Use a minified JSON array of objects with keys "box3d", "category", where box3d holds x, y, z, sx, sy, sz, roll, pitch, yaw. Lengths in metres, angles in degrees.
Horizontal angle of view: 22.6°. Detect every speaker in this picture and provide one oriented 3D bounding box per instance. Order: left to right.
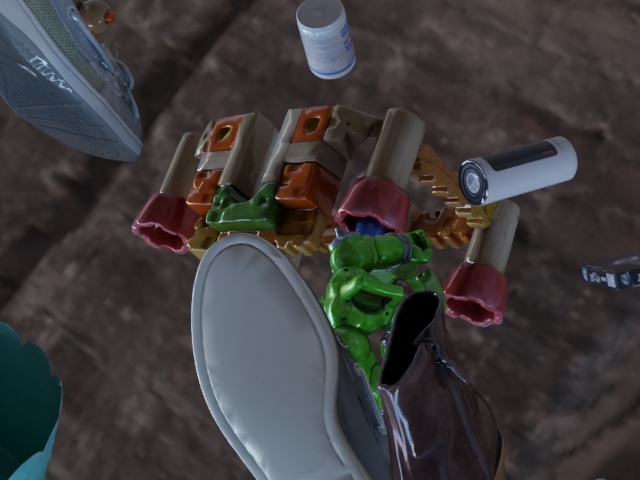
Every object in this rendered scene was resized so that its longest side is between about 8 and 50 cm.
[{"box3d":[0.226,-0.080,1.830,0.055,0.136,0.055,32,129,49],"category":"speaker"}]

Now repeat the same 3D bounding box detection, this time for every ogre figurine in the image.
[{"box3d":[0.054,0.065,1.434,0.118,0.197,0.097,25,162,-33],"category":"ogre figurine"}]

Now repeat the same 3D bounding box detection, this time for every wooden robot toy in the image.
[{"box3d":[-0.242,-0.212,1.627,0.079,0.076,0.173,0,152,24],"category":"wooden robot toy"}]

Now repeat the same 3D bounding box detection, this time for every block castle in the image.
[{"box3d":[0.000,0.000,2.070,0.453,0.213,0.303,-2,150,43],"category":"block castle"}]

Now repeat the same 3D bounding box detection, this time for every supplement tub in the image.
[{"box3d":[0.009,-0.288,2.278,0.071,0.071,0.107,33,156,30],"category":"supplement tub"}]

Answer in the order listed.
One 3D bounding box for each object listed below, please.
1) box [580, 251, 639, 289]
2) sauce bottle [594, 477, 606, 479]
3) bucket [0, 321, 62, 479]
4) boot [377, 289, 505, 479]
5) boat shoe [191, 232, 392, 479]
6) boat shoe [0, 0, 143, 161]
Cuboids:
[{"box3d":[0.307,0.030,1.599,0.083,0.067,0.018,-163,60,-75],"category":"box"},{"box3d":[0.268,0.251,1.347,0.128,0.042,0.042,48,170,-14],"category":"sauce bottle"},{"box3d":[-0.425,0.232,1.786,0.281,0.281,0.183,34,133,22],"category":"bucket"},{"box3d":[0.067,0.182,1.119,0.090,0.248,0.207,-6,124,23],"category":"boot"},{"box3d":[-0.009,0.142,1.299,0.319,0.116,0.099,66,-164,-1],"category":"boat shoe"},{"box3d":[-0.244,-0.185,1.423,0.118,0.103,0.320,10,151,39],"category":"boat shoe"}]
